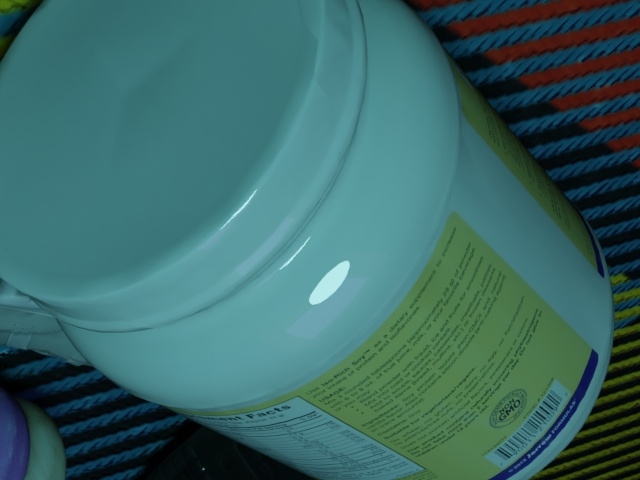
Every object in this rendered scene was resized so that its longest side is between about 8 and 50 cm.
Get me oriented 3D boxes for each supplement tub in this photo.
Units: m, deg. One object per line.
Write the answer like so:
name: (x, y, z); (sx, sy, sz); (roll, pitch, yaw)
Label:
supplement tub: (0.000, 0.000, 0.639); (0.241, 0.241, 0.331); (-37, 140, 13)

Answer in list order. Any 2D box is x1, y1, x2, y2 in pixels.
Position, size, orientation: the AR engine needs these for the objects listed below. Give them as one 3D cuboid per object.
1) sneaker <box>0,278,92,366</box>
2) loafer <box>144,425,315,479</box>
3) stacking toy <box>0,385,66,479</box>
sneaker: (-0.165, 0.020, 0.714); (0.115, 0.105, 0.281); (-6, 156, 29)
loafer: (0.007, 0.134, 0.914); (0.366, 0.134, 0.130); (-36, 169, 27)
stacking toy: (-0.303, 0.092, 0.683); (0.141, 0.141, 0.330); (-33, 134, 9)
